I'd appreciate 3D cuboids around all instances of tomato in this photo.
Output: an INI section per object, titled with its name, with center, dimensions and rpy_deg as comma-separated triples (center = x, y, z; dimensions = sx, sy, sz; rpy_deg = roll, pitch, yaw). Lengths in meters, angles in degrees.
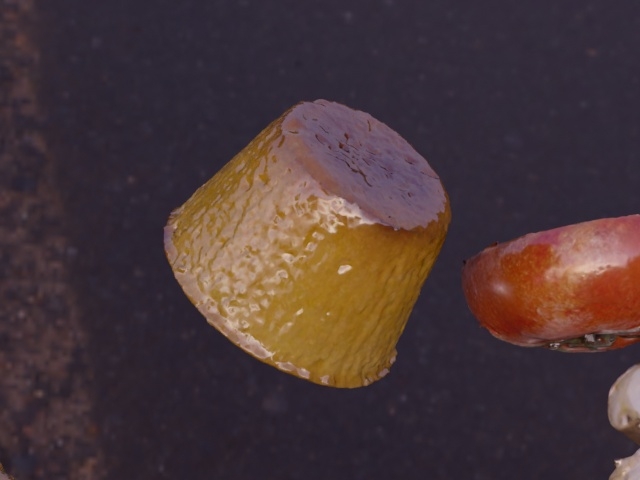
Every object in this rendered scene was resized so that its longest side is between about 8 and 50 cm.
[tomato]
center = 0.245, 0.047, 1.467
dimensions = 0.236, 0.237, 0.095
rpy_deg = -4, 78, -22

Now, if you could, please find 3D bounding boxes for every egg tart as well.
[egg tart]
center = 0.000, 0.000, 1.288
dimensions = 0.215, 0.171, 0.215
rpy_deg = 28, 30, -18

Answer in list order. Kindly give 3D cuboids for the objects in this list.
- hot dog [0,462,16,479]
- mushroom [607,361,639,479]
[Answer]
[hot dog]
center = -0.301, 0.221, 1.434
dimensions = 0.083, 0.068, 0.289
rpy_deg = -44, 48, -12
[mushroom]
center = 0.374, 0.231, 1.516
dimensions = 0.151, 0.156, 0.286
rpy_deg = 32, 19, -33
